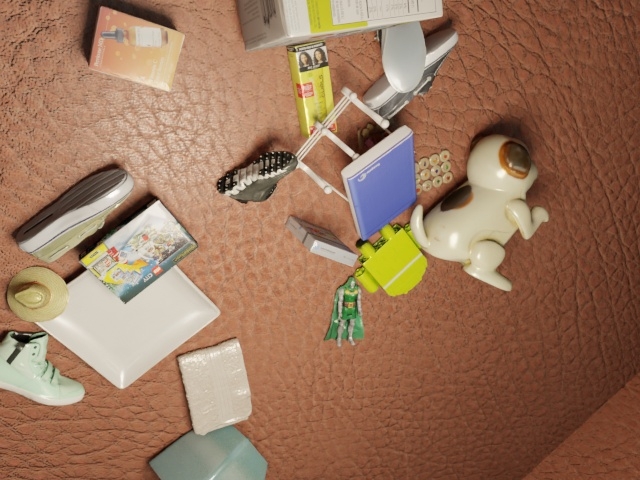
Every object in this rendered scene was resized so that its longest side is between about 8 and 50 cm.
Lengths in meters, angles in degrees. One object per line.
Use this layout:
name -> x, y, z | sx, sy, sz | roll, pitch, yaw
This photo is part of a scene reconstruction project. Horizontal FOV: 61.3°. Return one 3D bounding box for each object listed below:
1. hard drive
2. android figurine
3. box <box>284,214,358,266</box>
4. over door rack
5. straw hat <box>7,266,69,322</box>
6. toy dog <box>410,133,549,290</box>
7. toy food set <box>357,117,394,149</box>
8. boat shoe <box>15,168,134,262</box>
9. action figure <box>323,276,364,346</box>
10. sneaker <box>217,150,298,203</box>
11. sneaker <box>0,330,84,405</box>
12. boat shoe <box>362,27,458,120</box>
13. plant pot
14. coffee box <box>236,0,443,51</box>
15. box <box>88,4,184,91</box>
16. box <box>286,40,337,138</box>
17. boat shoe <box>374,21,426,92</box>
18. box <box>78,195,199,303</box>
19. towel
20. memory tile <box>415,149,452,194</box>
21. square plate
hard drive -> 0.171, -0.145, 1.479 | 0.210, 0.040, 0.318 | -37, 151, -9
android figurine -> 0.228, 0.063, 1.692 | 0.248, 0.056, 0.273 | -44, 121, -1
box -> 0.000, 0.000, 1.479 | 0.145, 0.186, 0.038 | 21, 101, -31
over door rack -> 0.098, -0.218, 1.423 | 0.239, 0.108, 0.324 | -48, 136, 11
straw hat -> -0.675, 0.131, 1.268 | 0.145, 0.061, 0.144 | 0, 91, -5
toy dog -> 0.484, -0.120, 1.629 | 0.396, 0.284, 0.407 | 24, 101, -13
toy food set -> 0.152, -0.297, 1.512 | 0.122, 0.019, 0.077 | -20, 121, -24
boat shoe -> -0.557, -0.059, 1.260 | 0.302, 0.109, 0.094 | -31, 138, 2
action figure -> 0.087, 0.221, 1.703 | 0.137, 0.063, 0.232 | -4, 111, -20
sneaker -> -0.142, -0.154, 1.369 | 0.234, 0.078, 0.106 | -20, 143, 27
sneaker -> -0.695, 0.319, 1.367 | 0.256, 0.094, 0.151 | 31, 95, -34
boat shoe -> 0.254, -0.435, 1.441 | 0.301, 0.108, 0.102 | -43, 123, 2
plant pot -> -0.312, 0.703, 1.642 | 0.252, 0.247, 0.247 | -43, 125, -23
coffee box -> 0.012, -0.591, 1.095 | 0.335, 0.338, 0.337 | -15, 110, -18
box -> -0.398, -0.411, 1.160 | 0.171, 0.091, 0.130 | 9, 109, -28
box -> -0.020, -0.381, 1.367 | 0.088, 0.058, 0.232 | -19, 120, -19
boat shoe -> 0.186, -0.525, 1.347 | 0.113, 0.105, 0.306 | -16, 104, 2
box -> -0.440, 0.025, 1.319 | 0.233, 0.044, 0.159 | -39, 121, -6
towel -> -0.310, 0.440, 1.611 | 0.187, 0.049, 0.282 | -15, 112, -19
memory tile -> 0.335, -0.206, 1.641 | 0.148, 0.012, 0.113 | -22, 120, -13
square plate -> -0.500, 0.184, 1.419 | 0.347, 0.049, 0.344 | -38, 124, -4
